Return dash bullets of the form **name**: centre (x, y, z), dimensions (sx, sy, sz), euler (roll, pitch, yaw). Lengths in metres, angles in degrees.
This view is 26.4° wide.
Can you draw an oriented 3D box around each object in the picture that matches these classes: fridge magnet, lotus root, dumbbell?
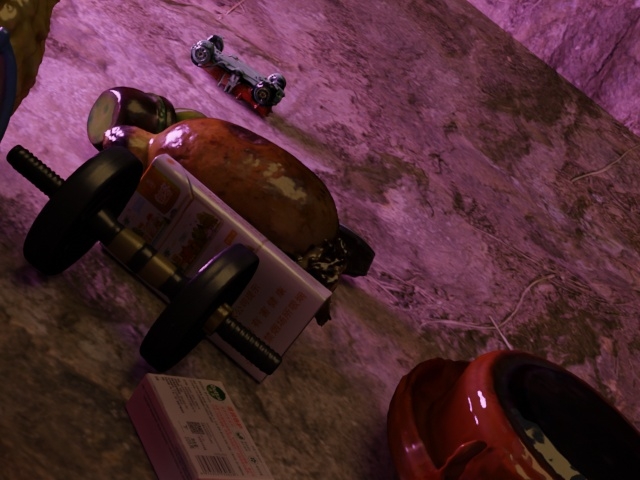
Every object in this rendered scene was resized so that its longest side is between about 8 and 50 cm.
- **fridge magnet**: centre (0.228, 0.249, 1.378), dimensions (0.363, 0.155, 0.363), euler (31, 25, -16)
- **lotus root**: centre (-0.093, -0.035, 1.439), dimensions (0.314, 0.169, 0.141), euler (36, 23, 6)
- **dumbbell**: centre (-0.167, 0.017, 1.278), dimensions (0.325, 0.143, 0.143), euler (39, 24, 6)

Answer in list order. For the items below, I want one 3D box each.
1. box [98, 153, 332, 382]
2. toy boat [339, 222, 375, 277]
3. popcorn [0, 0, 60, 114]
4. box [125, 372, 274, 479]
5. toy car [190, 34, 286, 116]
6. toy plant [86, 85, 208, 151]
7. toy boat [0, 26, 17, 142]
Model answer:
- **box**: centre (-0.107, 0.027, 1.364), dimensions (0.220, 0.122, 0.032), euler (40, 24, 7)
- **toy boat**: centre (0.000, 0.000, 1.648), dimensions (0.140, 0.059, 0.066), euler (26, -3, -26)
- **popcorn**: centre (-0.383, -0.223, 1.326), dimensions (0.258, 0.224, 0.270), euler (33, 35, 7)
- **box**: centre (-0.107, 0.177, 1.193), dimensions (0.089, 0.043, 0.125), euler (13, 33, -42)
- **toy car**: centre (-0.117, -0.232, 1.904), dimensions (0.143, 0.054, 0.073), euler (32, 23, 0)
- **toy plant**: centre (-0.181, -0.119, 1.566), dimensions (0.162, 0.093, 0.093), euler (17, 31, -36)
- **toy boat**: centre (-0.330, -0.089, 1.168), dimensions (0.100, 0.223, 0.097), euler (32, -11, -14)
